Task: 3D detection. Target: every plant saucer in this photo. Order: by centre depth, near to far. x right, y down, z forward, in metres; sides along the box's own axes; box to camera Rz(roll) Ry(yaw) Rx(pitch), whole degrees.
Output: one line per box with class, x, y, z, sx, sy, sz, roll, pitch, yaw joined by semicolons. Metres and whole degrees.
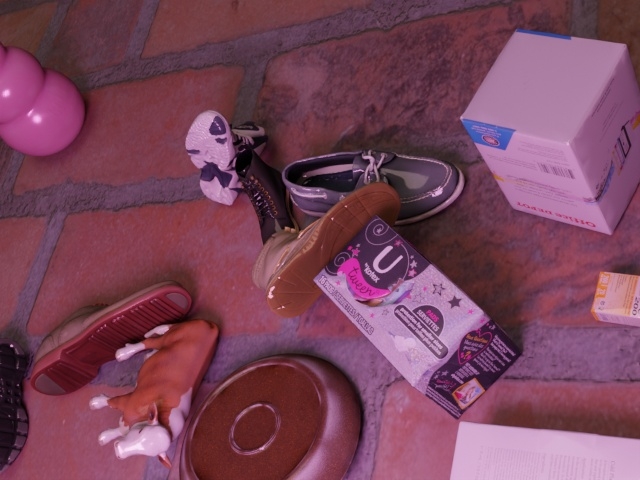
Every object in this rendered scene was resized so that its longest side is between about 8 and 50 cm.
plant saucer;-0.090;0.292;1.303;0.311;0.050;0.310;-18;43;17

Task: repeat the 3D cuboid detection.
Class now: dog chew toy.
dog chew toy;-0.679;-0.332;1.908;0.207;0.332;0.206;-15;55;23

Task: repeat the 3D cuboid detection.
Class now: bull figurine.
bull figurine;-0.271;0.247;1.405;0.189;0.101;0.310;-9;32;28

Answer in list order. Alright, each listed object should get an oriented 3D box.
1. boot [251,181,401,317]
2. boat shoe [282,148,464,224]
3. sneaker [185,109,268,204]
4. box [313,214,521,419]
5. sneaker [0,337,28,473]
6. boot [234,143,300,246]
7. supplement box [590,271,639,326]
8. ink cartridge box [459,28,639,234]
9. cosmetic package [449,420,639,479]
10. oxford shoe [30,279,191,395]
boot;0.000;0.000;1.386;0.262;0.095;0.203;-47;16;-3
boat shoe;0.078;-0.097;1.441;0.320;0.099;0.116;-1;62;32
sneaker;-0.164;-0.189;1.582;0.094;0.235;0.153;16;58;19
box;0.137;0.105;1.235;0.142;0.163;0.247;-47;49;1
sneaker;-0.614;0.323;1.638;0.106;0.101;0.267;-35;46;38
boot;-0.103;-0.059;1.506;0.077;0.137;0.197;-25;53;17
supplement box;0.421;0.080;1.157;0.098;0.036;0.062;6;66;34
ink cartridge box;0.343;-0.150;1.219;0.171;0.232;0.168;21;72;39
cosmetic package;0.277;0.414;1.000;0.285;0.097;0.377;-2;62;33
oxford shoe;-0.390;0.148;1.572;0.348;0.123;0.130;-29;45;13
